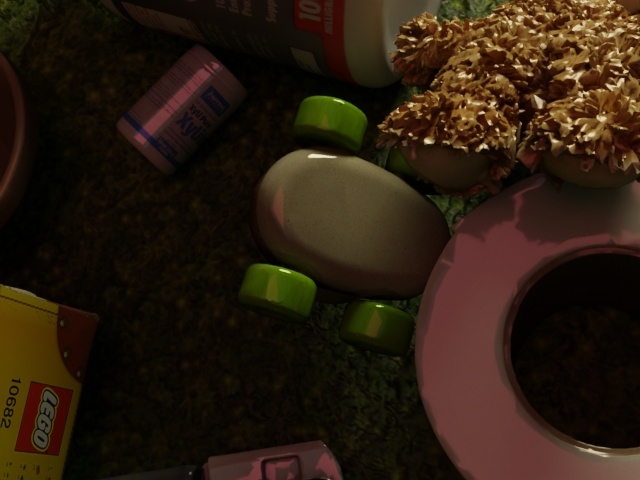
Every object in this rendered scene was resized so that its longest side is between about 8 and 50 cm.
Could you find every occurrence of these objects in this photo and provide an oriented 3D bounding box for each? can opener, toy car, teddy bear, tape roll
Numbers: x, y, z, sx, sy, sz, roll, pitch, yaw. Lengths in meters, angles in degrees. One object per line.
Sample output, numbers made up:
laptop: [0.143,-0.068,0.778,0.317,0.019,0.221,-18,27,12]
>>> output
can opener: [-0.119,0.211,0.682,0.283,0.095,0.076,-11,71,10]
toy car: [0.000,0.000,0.679,0.149,0.188,0.155,21,76,-16]
teddy bear: [0.169,-0.127,0.600,0.245,0.113,0.338,11,34,44]
tape roll: [0.196,0.086,0.605,0.246,0.169,0.246,-4,73,13]

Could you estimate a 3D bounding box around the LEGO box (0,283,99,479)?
LEGO box: [-0.423,0.263,0.661,0.373,0.193,0.500,4,75,24]

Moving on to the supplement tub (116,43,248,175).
supplement tub: [-0.126,-0.118,0.794,0.107,0.071,0.071,-46,69,-2]

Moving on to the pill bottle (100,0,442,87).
pill bottle: [-0.080,-0.274,0.755,0.363,0.210,0.210,18,79,18]

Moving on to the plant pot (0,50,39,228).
plant pot: [-0.357,-0.072,0.814,0.237,0.110,0.237,-3,74,12]
